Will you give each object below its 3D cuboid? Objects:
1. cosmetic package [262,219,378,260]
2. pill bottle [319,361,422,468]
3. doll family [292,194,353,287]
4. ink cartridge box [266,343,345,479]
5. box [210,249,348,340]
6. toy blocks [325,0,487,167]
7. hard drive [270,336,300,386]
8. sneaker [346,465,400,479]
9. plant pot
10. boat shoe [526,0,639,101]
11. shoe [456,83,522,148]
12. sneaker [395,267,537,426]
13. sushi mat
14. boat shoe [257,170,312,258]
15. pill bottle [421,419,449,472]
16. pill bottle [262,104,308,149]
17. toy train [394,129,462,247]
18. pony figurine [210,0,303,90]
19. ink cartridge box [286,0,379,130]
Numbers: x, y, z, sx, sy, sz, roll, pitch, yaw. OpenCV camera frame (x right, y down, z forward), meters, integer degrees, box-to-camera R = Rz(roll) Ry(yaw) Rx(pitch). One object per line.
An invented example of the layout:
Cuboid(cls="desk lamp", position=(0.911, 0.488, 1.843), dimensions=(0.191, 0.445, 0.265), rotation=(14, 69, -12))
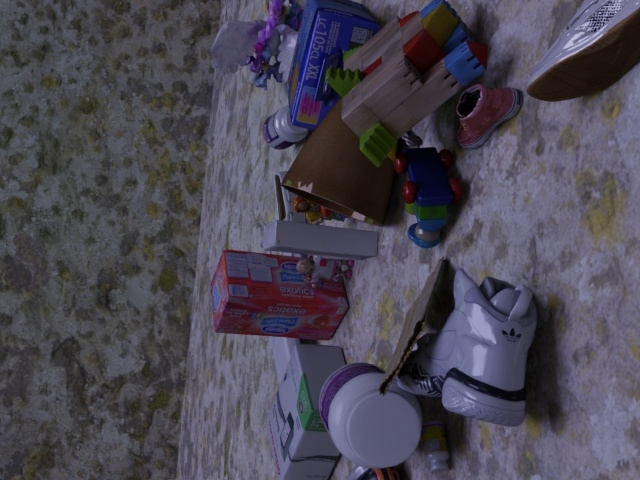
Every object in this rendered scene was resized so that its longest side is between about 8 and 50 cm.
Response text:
Cuboid(cls="cosmetic package", position=(0.000, 0.000, 1.830), dimensions=(0.099, 0.238, 0.061), rotation=(165, 110, -69))
Cuboid(cls="pill bottle", position=(0.091, 0.318, 1.496), dimensions=(0.301, 0.169, 0.169), rotation=(146, 129, -84))
Cuboid(cls="doll family", position=(-0.003, -0.025, 1.957), dimensions=(0.118, 0.163, 0.263), rotation=(-143, 61, -67))
Cuboid(cls="ink cartridge box", position=(-0.026, 0.421, 1.950), dimensions=(0.211, 0.121, 0.289), rotation=(-108, 30, -49))
Cuboid(cls="box", position=(-0.103, 0.133, 1.986), dimensions=(0.142, 0.299, 0.154), rotation=(116, 152, -43))
Cuboid(cls="toy blocks", position=(0.168, -0.326, 1.500), dimensions=(0.261, 0.190, 0.381), rotation=(-38, 23, 22))
Cuboid(cls="hard drive", position=(-0.094, 0.290, 2.222), dimensions=(0.353, 0.047, 0.233), rotation=(-106, 16, -47))
Cuboid(cls="sneaker", position=(0.077, 0.590, 1.611), dimensions=(0.180, 0.124, 0.321), rotation=(-109, 31, -51))
Cuboid(cls="plant pot", position=(0.071, -0.189, 1.763), dimensions=(0.255, 0.237, 0.237), rotation=(-67, 20, -1))
Cuboid(cls="boat shoe", position=(0.379, -0.283, 1.090), dimensions=(0.277, 0.098, 0.096), rotation=(-37, 49, 52))
Cuboid(cls="shoe", position=(0.261, -0.213, 1.404), dimensions=(0.178, 0.081, 0.064), rotation=(140, 133, -63))
Cuboid(cls="sneaker", position=(0.234, 0.161, 1.309), dimensions=(0.366, 0.137, 0.210), rotation=(176, 110, -77))
Cuboid(cls="sushi mat", position=(0.161, 0.138, 1.412), dimensions=(0.151, 0.019, 0.316), rotation=(-62, -5, 22))
Cuboid(cls="boat shoe", position=(-0.099, -0.022, 2.231), dimensions=(0.136, 0.156, 0.367), rotation=(144, 129, -64))
Cuboid(cls="pill bottle", position=(0.203, 0.363, 1.449), dimensions=(0.043, 0.043, 0.083), rotation=(124, 146, -52))
Cuboid(cls="pill bottle", position=(-0.093, -0.331, 2.380), dimensions=(0.193, 0.108, 0.108), rotation=(169, 106, -69))
Cuboid(cls="toy train", position=(0.190, -0.113, 1.576), dimensions=(0.248, 0.105, 0.143), rotation=(-99, 7, -47))
Cuboid(cls="pony figurine", position=(-0.155, -0.602, 2.463), dimensions=(0.363, 0.302, 0.351), rotation=(112, 168, -75))
Cuboid(cls="ink cartridge box", position=(0.022, -0.416, 1.929), dimensions=(0.395, 0.151, 0.270), rotation=(-103, 26, -65))
